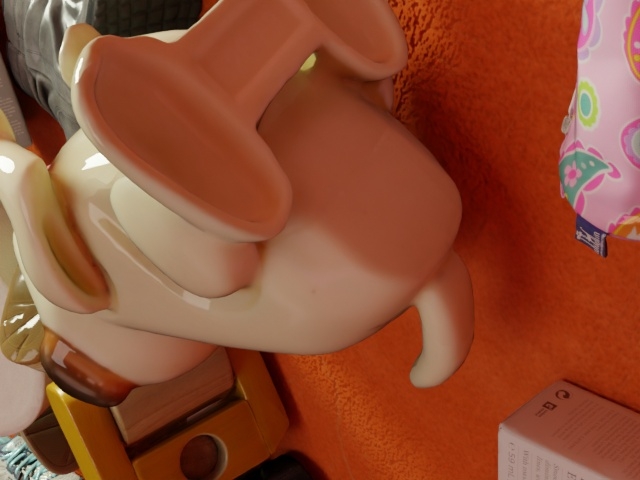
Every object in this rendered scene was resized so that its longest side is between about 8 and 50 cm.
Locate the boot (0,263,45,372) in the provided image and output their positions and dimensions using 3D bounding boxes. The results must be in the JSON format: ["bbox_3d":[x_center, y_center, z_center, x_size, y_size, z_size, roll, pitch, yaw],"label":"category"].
[{"bbox_3d":[-0.236,0.038,1.277,0.095,0.262,0.203,-1,157,28],"label":"boot"}]

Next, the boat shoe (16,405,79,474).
[{"bbox_3d":[-0.402,0.197,1.612,0.285,0.105,0.089,63,150,14],"label":"boat shoe"}]

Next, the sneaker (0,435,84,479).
[{"bbox_3d":[-0.450,0.360,1.768,0.283,0.110,0.122,-5,107,51],"label":"sneaker"}]

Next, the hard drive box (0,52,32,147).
[{"bbox_3d":[-0.404,-0.212,1.282,0.181,0.089,0.232,-148,40,-69],"label":"hard drive box"}]

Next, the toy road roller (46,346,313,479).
[{"bbox_3d":[-0.164,0.227,1.260,0.240,0.202,0.329,5,119,61],"label":"toy road roller"}]

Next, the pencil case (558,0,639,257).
[{"bbox_3d":[0.191,-0.135,0.639,0.124,0.124,0.284,27,135,38],"label":"pencil case"}]

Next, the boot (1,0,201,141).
[{"bbox_3d":[-0.233,-0.217,1.109,0.222,0.118,0.338,47,138,26],"label":"boot"}]

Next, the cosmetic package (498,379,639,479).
[{"bbox_3d":[0.245,0.204,0.839,0.231,0.085,0.117,22,130,42],"label":"cosmetic package"}]

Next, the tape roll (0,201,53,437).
[{"bbox_3d":[-0.464,0.064,1.377,0.392,0.072,0.392,18,131,22],"label":"tape roll"}]

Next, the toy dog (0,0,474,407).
[{"bbox_3d":[-0.095,-0.020,0.940,0.395,0.284,0.408,38,143,-19],"label":"toy dog"}]
